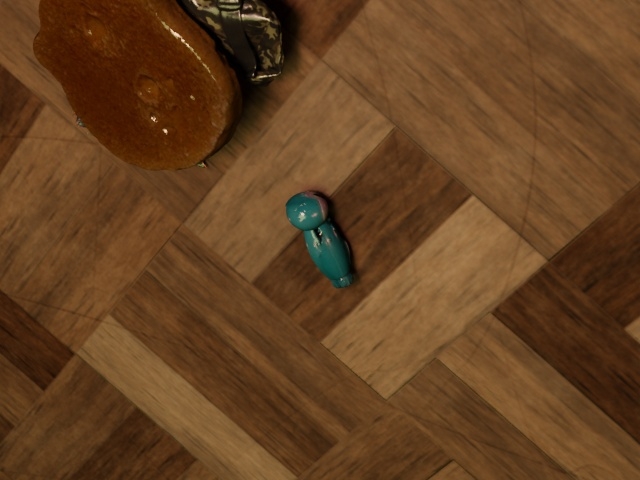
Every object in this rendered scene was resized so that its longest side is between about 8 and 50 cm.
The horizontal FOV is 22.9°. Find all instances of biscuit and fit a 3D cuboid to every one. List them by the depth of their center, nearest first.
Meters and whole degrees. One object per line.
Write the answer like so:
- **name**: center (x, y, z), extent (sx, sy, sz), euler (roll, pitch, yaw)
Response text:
- **biscuit**: center (-0.203, -0.190, 1.761), extent (0.257, 0.049, 0.273), euler (50, 144, -15)

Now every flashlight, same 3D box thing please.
- **flashlight**: center (0.000, 0.000, 1.827), extent (0.051, 0.051, 0.129), euler (-5, 123, 33)

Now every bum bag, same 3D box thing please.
- **bum bag**: center (-0.127, -0.269, 1.688), extent (0.248, 0.069, 0.102), euler (41, 128, 0)

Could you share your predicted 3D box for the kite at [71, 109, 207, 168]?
- **kite**: center (-0.224, -0.166, 1.860), extent (0.183, 0.014, 0.241), euler (-32, 103, 39)
